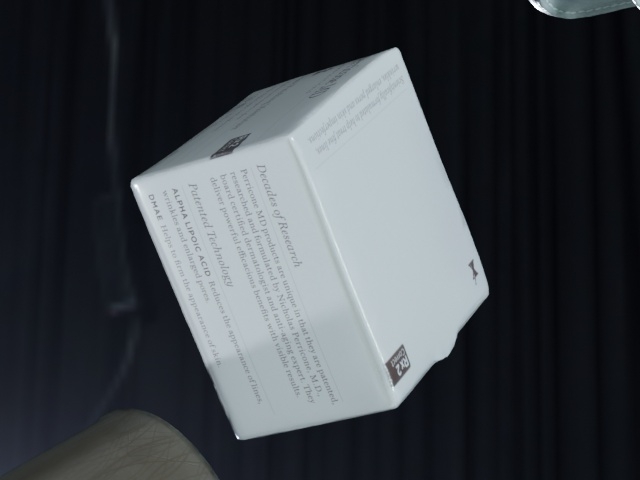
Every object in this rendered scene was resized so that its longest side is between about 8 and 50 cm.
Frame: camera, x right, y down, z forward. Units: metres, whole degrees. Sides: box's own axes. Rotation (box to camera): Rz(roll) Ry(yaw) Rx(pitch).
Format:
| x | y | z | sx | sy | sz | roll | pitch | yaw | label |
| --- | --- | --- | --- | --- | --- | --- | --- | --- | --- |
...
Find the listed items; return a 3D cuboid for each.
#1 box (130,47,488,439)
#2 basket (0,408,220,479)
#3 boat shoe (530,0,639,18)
| x | y | z | sx | sy | sz | roll | pitch | yaw | label |
| --- | --- | --- | --- | --- | --- | --- | --- | --- | --- |
| 0.000 | 0.000 | 1.217 | 0.119 | 0.182 | 0.181 | -14 | -165 | 28 | box |
| -0.164 | 0.213 | 1.074 | 0.227 | 0.204 | 0.154 | -12 | 167 | -47 | basket |
| 0.202 | -0.175 | 1.123 | 0.079 | 0.081 | 0.227 | 35 | 138 | -29 | boat shoe |
